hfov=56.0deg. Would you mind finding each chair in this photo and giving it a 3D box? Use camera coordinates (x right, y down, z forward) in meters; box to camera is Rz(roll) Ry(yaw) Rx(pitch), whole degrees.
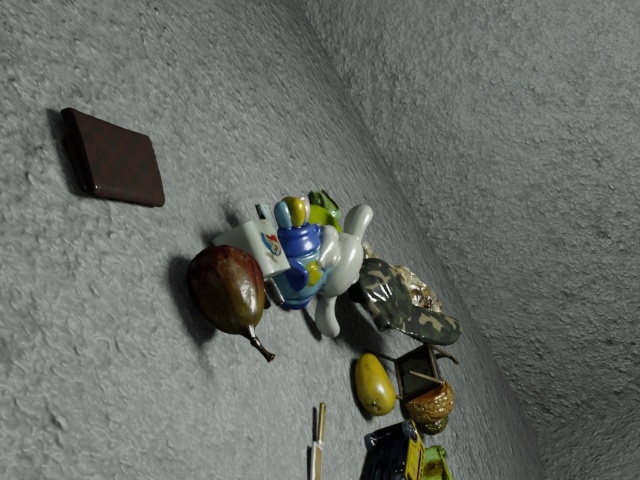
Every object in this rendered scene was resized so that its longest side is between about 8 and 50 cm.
[{"bbox_3d":[0.307,0.421,1.947,0.272,0.188,0.166,24,43,-34],"label":"chair"}]

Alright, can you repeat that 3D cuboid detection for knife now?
[{"bbox_3d":[-0.010,0.496,1.428,0.256,0.022,0.046,-84,152,-45],"label":"knife"}]

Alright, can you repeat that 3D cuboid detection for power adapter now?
[{"bbox_3d":[-0.150,0.066,1.432,0.204,0.125,0.130,66,21,4],"label":"power adapter"}]

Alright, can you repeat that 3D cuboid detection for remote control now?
[{"bbox_3d":[-0.132,-0.028,1.705,0.065,0.029,0.166,8,59,-64],"label":"remote control"}]

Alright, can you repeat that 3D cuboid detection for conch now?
[{"bbox_3d":[0.017,-0.107,2.076,0.095,0.079,0.200,9,40,-49],"label":"conch"}]

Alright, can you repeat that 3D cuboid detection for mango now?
[{"bbox_3d":[0.158,0.428,1.794,0.137,0.098,0.195,41,24,-41],"label":"mango"},{"bbox_3d":[0.000,0.004,1.814,0.273,0.149,0.185,51,18,-40],"label":"mango"}]

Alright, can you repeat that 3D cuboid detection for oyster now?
[{"bbox_3d":[0.228,0.181,2.063,0.396,0.204,0.111,38,24,-16],"label":"oyster"}]

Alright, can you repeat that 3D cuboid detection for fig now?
[{"bbox_3d":[-0.171,0.139,1.256,0.170,0.146,0.274,23,31,-59],"label":"fig"}]

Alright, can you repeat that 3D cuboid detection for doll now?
[{"bbox_3d":[-0.025,0.053,1.608,0.366,0.187,0.375,20,68,-45],"label":"doll"}]

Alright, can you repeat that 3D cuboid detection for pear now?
[{"bbox_3d":[0.332,0.769,1.748,0.238,0.164,0.255,-71,138,-74],"label":"pear"}]

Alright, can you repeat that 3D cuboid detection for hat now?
[{"bbox_3d":[0.258,0.177,1.882,0.366,0.382,0.257,-140,-129,-69],"label":"hat"}]

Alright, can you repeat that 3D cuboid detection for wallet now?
[{"bbox_3d":[-0.404,-0.157,1.200,0.229,0.049,0.181,10,58,-66],"label":"wallet"}]

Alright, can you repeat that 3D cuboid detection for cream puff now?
[{"bbox_3d":[0.376,0.579,2.056,0.183,0.184,0.168,-52,129,-66],"label":"cream puff"}]

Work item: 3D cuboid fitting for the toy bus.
[{"bbox_3d":[0.195,0.624,1.594,0.151,0.145,0.331,62,21,-12],"label":"toy bus"}]
